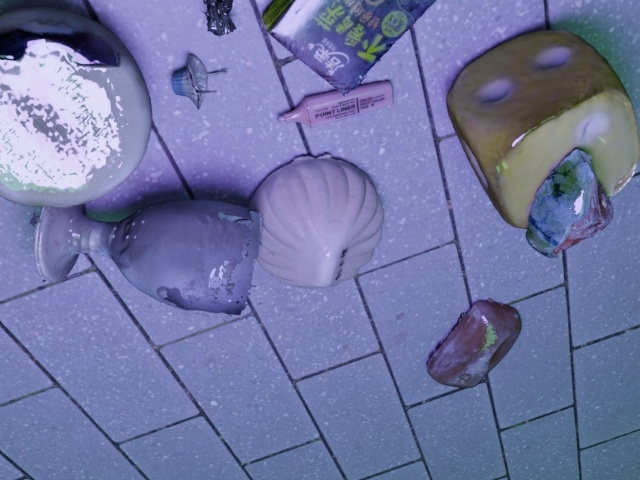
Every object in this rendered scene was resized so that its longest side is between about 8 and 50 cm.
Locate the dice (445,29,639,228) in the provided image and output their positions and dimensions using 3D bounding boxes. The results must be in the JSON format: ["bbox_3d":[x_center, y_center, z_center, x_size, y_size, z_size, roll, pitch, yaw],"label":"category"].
[{"bbox_3d":[0.356,-0.180,1.105,0.233,0.227,0.238,-27,132,9],"label":"dice"}]

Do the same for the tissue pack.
[{"bbox_3d":[0.052,-0.352,0.988,0.173,0.073,0.235,32,116,-33],"label":"tissue pack"}]

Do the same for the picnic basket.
[{"bbox_3d":[-0.186,-0.239,1.029,0.083,0.065,0.083,0,126,7],"label":"picnic basket"}]

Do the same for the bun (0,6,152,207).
[{"bbox_3d":[-0.385,-0.189,0.957,0.283,0.179,0.284,-10,115,-23],"label":"bun"}]

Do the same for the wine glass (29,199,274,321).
[{"bbox_3d":[-0.262,0.012,1.087,0.356,0.191,0.191,12,127,3],"label":"wine glass"}]

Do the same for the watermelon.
[{"bbox_3d":[0.405,-0.046,1.043,0.139,0.071,0.187,-4,131,-20],"label":"watermelon"}]

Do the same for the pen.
[{"bbox_3d":[0.024,-0.222,1.115,0.197,0.032,0.053,-15,131,-4],"label":"pen"}]

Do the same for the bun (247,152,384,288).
[{"bbox_3d":[0.000,0.000,1.199,0.262,0.175,0.263,-7,132,-8],"label":"bun"}]

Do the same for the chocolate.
[{"bbox_3d":[0.362,0.259,1.560,0.161,0.083,0.261,13,124,-25],"label":"chocolate"}]

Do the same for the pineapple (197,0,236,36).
[{"bbox_3d":[-0.151,-0.362,0.935,0.074,0.074,0.159,-13,135,-3],"label":"pineapple"}]
